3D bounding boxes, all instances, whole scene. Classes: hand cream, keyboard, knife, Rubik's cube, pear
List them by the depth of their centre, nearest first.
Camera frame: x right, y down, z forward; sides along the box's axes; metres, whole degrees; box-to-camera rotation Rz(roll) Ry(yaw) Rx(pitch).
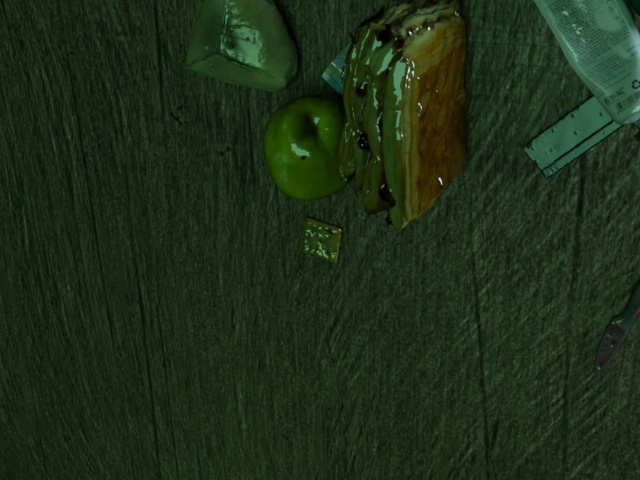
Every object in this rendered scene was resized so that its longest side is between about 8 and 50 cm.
[{"bbox_3d":[0.423,-0.308,1.205,0.121,0.076,0.336,-30,87,28],"label":"hand cream"},{"bbox_3d":[0.440,-0.192,1.287,0.231,0.023,0.072,-39,87,34],"label":"keyboard"},{"bbox_3d":[0.056,-0.296,1.387,0.084,0.075,0.073,-44,91,-4],"label":"Rubik's cube"},{"bbox_3d":[0.533,0.145,1.406,0.035,0.018,0.247,24,123,11],"label":"knife"},{"bbox_3d":[-0.010,-0.165,1.410,0.198,0.198,0.198,11,118,21],"label":"pear"}]

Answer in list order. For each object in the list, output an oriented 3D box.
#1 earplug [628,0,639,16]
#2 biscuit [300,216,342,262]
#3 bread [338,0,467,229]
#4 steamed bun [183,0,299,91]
[{"bbox_3d":[0.511,-0.432,1.083,0.257,0.164,0.280,-23,119,-5],"label":"earplug"},{"bbox_3d":[0.000,0.000,1.592,0.083,0.018,0.081,19,121,17],"label":"biscuit"},{"bbox_3d":[0.125,-0.213,1.283,0.167,0.277,0.325,9,121,27],"label":"bread"},{"bbox_3d":[-0.140,-0.358,1.434,0.212,0.110,0.231,33,126,7],"label":"steamed bun"}]
